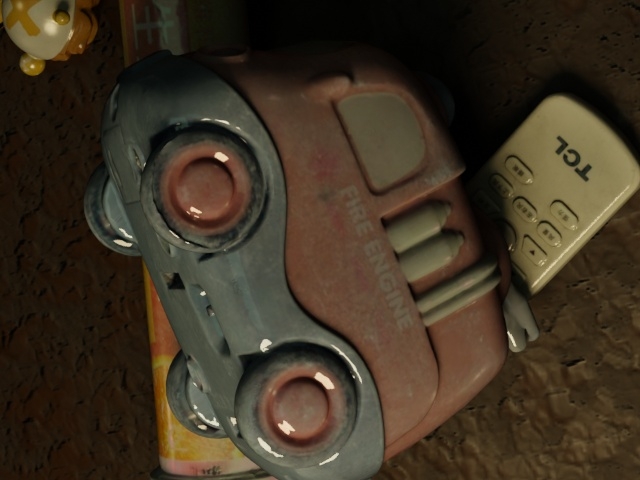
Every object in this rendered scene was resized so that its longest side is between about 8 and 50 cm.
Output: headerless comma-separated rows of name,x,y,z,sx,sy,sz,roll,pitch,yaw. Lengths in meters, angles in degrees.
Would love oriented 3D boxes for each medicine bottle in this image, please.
medicine bottle,-0.088,-0.035,1.086,0.108,0.108,0.426,-4,94,25

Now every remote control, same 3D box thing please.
remote control,0.130,-0.010,1.028,0.087,0.029,0.190,47,112,12

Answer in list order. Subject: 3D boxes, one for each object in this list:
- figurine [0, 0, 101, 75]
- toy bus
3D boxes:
figurine,-0.223,-0.185,1.149,0.143,0.068,0.101,47,118,26
toy bus,0.000,0.000,0.961,0.231,0.197,0.294,-25,95,-18
